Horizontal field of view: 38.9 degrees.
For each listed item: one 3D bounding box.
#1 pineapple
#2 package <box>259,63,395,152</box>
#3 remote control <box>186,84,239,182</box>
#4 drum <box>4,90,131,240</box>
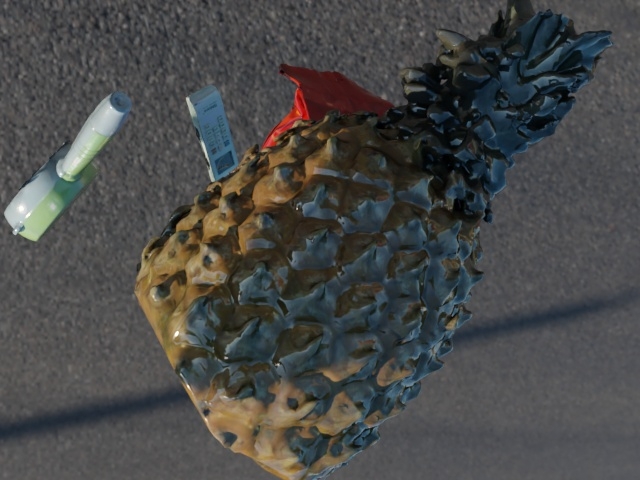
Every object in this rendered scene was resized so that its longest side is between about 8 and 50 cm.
[{"bbox_3d":[0.047,-0.013,0.597,0.362,0.202,0.202,-42,148,-3],"label":"pineapple"},{"bbox_3d":[-0.001,0.001,1.158,0.195,0.123,0.424,0,108,-43],"label":"package"},{"bbox_3d":[-0.187,-0.185,1.576,0.065,0.029,0.166,-39,131,-35],"label":"remote control"},{"bbox_3d":[-0.271,-0.068,0.949,0.049,0.130,0.253,42,154,-10],"label":"drum"}]
